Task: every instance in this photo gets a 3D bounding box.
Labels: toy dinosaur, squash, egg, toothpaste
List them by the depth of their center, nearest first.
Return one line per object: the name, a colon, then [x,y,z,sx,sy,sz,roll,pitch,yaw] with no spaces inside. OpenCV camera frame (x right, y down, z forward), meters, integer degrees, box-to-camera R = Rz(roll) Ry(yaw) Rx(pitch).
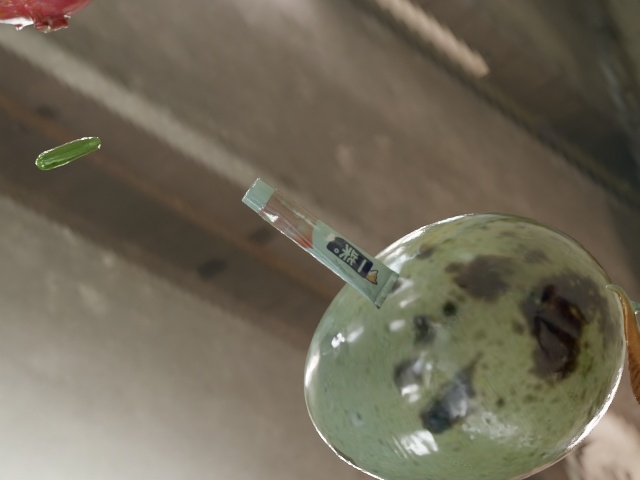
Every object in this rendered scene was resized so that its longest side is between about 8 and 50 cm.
toothpaste: [0.000,0.000,2.282,0.205,0.036,0.056,36,-122,-5]
toy dinosaur: [0.385,0.145,2.297,0.212,0.057,0.142,22,-108,-33]
egg: [0.181,0.150,2.479,0.345,0.428,0.345,48,-157,-28]
squash: [-0.327,-0.115,2.527,0.027,0.089,0.027,157,90,-89]

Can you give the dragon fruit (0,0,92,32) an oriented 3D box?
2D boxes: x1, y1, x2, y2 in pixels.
dragon fruit: [-0.288,-0.294,1.820,0.205,0.268,0.210,15,-115,-70]
